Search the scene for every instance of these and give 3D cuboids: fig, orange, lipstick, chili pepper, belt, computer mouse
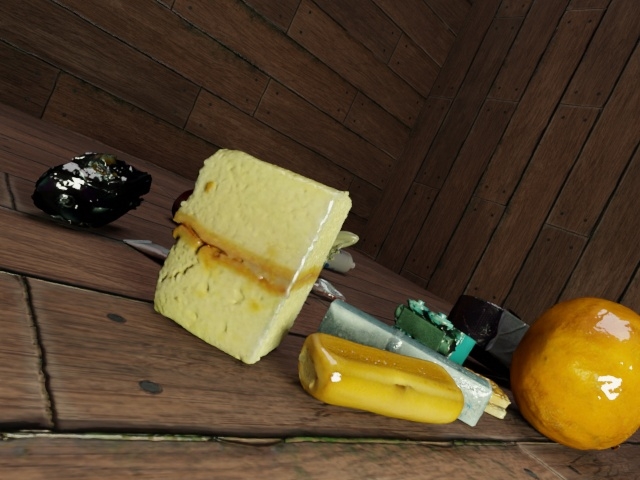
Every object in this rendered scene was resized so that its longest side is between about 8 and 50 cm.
[{"bbox_3d":[-0.330,-0.086,1.248,0.128,0.150,0.128,34,37,-30],"label":"fig"},{"bbox_3d":[0.489,0.241,0.862,0.226,0.283,0.284,33,6,17],"label":"orange"},{"bbox_3d":[0.135,0.195,0.760,0.290,0.076,0.077,26,3,13],"label":"lipstick"},{"bbox_3d":[0.007,0.124,1.176,0.153,0.041,0.050,26,46,9],"label":"chili pepper"},{"bbox_3d":[0.469,0.252,1.202,0.289,0.164,0.184,35,-15,-7],"label":"belt"},{"bbox_3d":[-0.379,-0.075,0.797,0.077,0.146,0.242,54,18,7],"label":"computer mouse"}]

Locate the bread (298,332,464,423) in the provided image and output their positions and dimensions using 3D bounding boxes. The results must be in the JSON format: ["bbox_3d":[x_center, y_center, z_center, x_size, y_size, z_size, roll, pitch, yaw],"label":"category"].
[{"bbox_3d":[0.075,0.181,0.588,0.239,0.074,0.092,22,21,-28],"label":"bread"}]

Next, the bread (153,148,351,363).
[{"bbox_3d":[-0.090,0.009,0.597,0.178,0.240,0.135,27,4,10],"label":"bread"}]

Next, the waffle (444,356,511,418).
[{"bbox_3d":[0.272,0.270,0.872,0.148,0.042,0.102,25,5,-1],"label":"waffle"}]

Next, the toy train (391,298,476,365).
[{"bbox_3d":[0.263,0.219,1.087,0.154,0.107,0.198,32,0,-32],"label":"toy train"}]

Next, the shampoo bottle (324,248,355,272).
[{"bbox_3d":[0.028,0.062,1.765,0.303,0.092,0.092,23,5,-45],"label":"shampoo bottle"}]

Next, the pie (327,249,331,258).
[{"bbox_3d":[-0.089,-0.025,1.382,0.274,0.257,0.105,33,50,10],"label":"pie"}]

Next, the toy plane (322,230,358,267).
[{"bbox_3d":[0.000,0.000,1.488,0.256,0.241,0.104,6,33,37],"label":"toy plane"}]

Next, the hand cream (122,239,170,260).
[{"bbox_3d":[-0.247,0.037,0.796,0.216,0.038,0.052,21,-23,25],"label":"hand cream"}]
